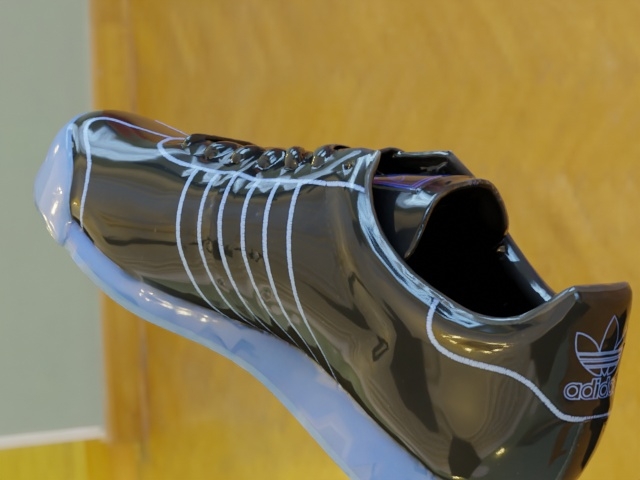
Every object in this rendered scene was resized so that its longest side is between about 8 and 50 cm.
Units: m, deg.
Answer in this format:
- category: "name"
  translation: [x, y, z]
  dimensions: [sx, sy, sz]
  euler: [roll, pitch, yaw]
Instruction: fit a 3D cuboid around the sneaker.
- category: "sneaker"
  translation: [0.000, 0.000, 0.551]
  dimensions: [0.232, 0.081, 0.090]
  euler: [35, 114, 33]
